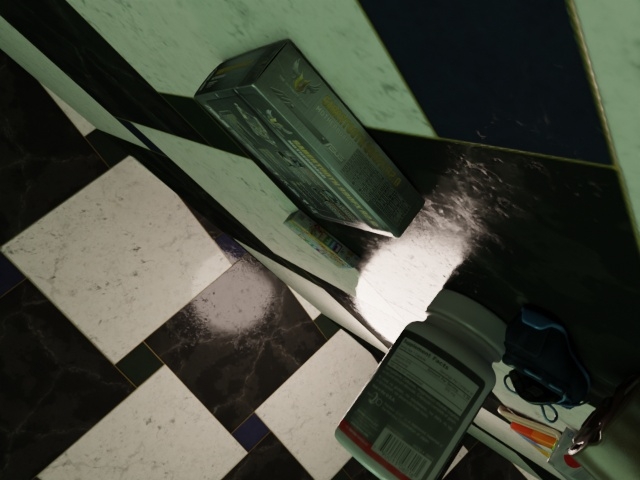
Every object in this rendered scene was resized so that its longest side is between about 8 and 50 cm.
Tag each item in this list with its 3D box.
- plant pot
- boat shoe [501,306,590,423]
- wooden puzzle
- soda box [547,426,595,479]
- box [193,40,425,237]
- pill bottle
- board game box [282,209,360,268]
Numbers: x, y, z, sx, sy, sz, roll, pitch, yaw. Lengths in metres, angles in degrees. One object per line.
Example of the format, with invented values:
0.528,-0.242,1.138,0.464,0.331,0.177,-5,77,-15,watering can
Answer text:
0.382,0.247,0.574,0.165,0.167,0.167,41,172,24,plant pot
0.291,0.179,0.720,0.109,0.089,0.258,24,163,50,boat shoe
0.594,0.528,1.352,0.221,0.044,0.238,39,169,-15,wooden puzzle
0.613,0.521,1.135,0.286,0.091,0.098,42,168,-27,soda box
-0.016,-0.105,0.590,0.231,0.056,0.183,43,167,-29,box
0.163,0.227,0.808,0.161,0.283,0.161,35,170,7,pill bottle
0.000,0.000,1.056,0.154,0.026,0.103,39,170,-9,board game box
